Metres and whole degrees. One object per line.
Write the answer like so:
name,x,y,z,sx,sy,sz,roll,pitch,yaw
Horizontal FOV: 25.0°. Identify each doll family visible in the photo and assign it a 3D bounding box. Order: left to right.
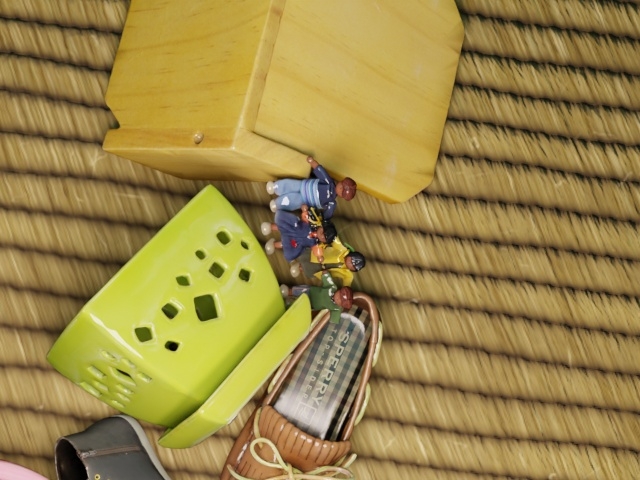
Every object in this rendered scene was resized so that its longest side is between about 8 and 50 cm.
doll family,0.000,0.000,1.680,0.076,0.111,0.193,-44,122,-46

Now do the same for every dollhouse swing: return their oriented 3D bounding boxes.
dollhouse swing,-0.040,-0.226,1.854,0.315,0.305,0.346,2,74,38

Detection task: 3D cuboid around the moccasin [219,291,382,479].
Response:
moccasin,-0.020,0.238,1.710,0.139,0.147,0.380,30,77,0

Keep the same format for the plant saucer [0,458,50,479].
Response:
plant saucer,-0.412,0.400,1.618,0.332,0.084,0.332,-5,99,-30

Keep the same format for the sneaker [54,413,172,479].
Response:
sneaker,-0.225,0.314,1.683,0.083,0.118,0.222,-44,73,29

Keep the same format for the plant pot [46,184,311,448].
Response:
plant pot,-0.155,0.106,1.677,0.207,0.227,0.228,43,62,-2
